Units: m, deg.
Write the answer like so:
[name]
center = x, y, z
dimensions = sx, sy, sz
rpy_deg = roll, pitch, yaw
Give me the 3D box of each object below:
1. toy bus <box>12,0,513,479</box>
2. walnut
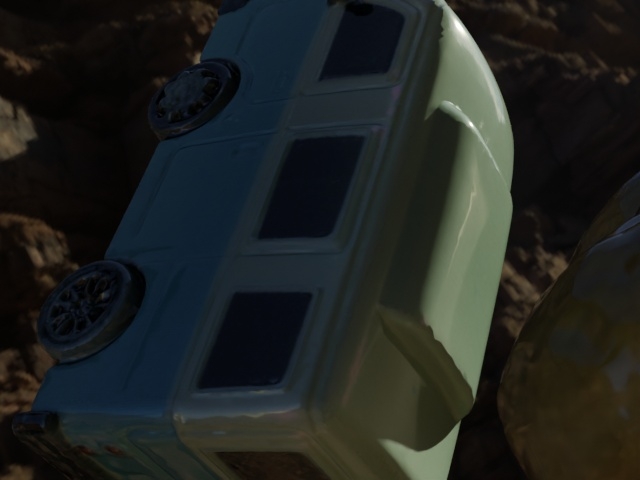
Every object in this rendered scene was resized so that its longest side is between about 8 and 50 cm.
[toy bus]
center = 0.000, 0.000, 0.485
dimensions = 0.164, 0.271, 0.133
rpy_deg = -6, -41, 31
[walnut]
center = 0.324, 0.093, 0.764
dimensions = 0.381, 0.381, 0.381
rpy_deg = -27, -27, -15
